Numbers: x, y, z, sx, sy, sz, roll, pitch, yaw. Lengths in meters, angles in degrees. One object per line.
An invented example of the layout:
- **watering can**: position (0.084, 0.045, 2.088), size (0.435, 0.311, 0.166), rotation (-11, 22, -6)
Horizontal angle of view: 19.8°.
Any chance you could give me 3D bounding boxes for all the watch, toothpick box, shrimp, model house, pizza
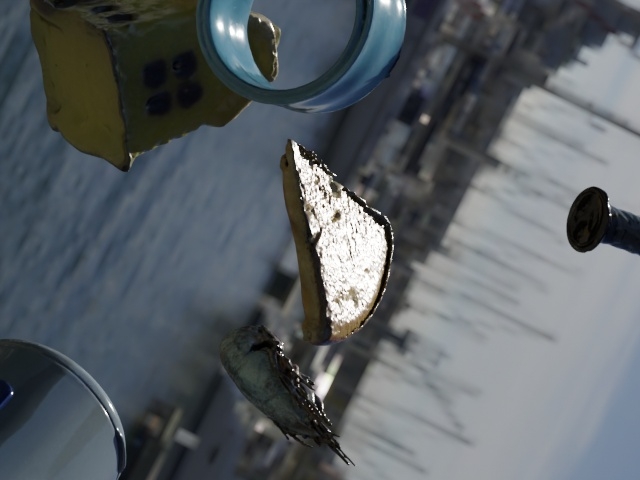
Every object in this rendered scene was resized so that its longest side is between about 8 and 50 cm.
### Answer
- **watch**: position (-0.010, -0.214, 1.615), size (0.211, 0.211, 0.193), rotation (92, -12, -83)
- **toothpick box**: position (-0.400, 0.285, 2.048), size (0.354, 0.263, 0.263), rotation (-52, 169, -50)
- **shrimp**: position (-0.035, 0.184, 2.112), size (0.079, 0.233, 0.090), rotation (-25, 147, -33)
- **model house**: position (-0.175, -0.200, 2.036), size (0.234, 0.193, 0.174), rotation (-16, 116, -30)
- **pizza**: position (0.000, 0.000, 1.539), size (0.036, 0.176, 0.184), rotation (-16, -147, 28)

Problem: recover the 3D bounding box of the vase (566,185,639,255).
- **vase**: position (0.292, 0.003, 1.574), size (0.059, 0.167, 0.059), rotation (-41, -140, 47)
